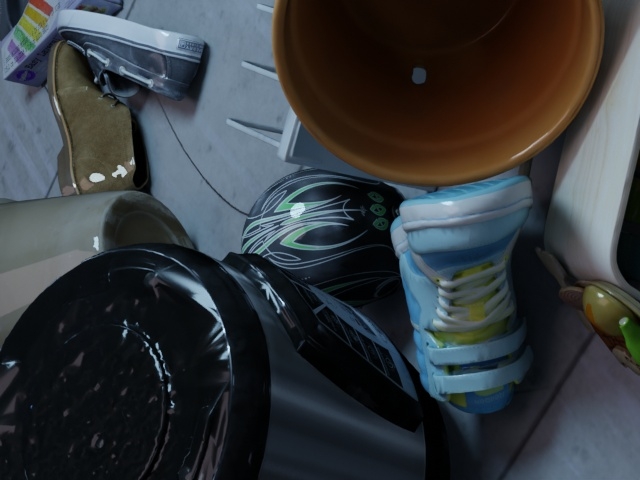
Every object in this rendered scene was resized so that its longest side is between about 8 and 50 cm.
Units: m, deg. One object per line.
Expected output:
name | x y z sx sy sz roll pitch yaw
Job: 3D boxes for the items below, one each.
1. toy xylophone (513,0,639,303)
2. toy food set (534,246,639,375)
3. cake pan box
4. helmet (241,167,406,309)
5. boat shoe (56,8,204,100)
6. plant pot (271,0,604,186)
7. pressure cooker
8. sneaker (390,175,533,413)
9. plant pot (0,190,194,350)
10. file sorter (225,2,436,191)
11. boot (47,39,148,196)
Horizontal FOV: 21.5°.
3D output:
toy xylophone | 0.272 -0.100 1.527 0.236 0.081 0.323 39 116 63
toy food set | 0.261 0.082 1.478 0.038 0.132 0.192 -44 34 -12
cake pan box | -0.395 -0.390 2.488 0.267 0.070 0.246 -33 55 45
helmet | 0.000 0.000 1.793 0.169 0.161 0.169 180 90 -65
boat shoe | -0.266 -0.244 2.262 0.301 0.108 0.102 19 96 46
plant pot | 0.103 -0.224 1.547 0.291 0.291 0.203 -59 14 27
pressure cooker | -0.084 0.220 1.659 0.375 0.420 0.370 -9 66 38
sneaker | 0.146 0.056 1.557 0.319 0.127 0.208 87 171 -84
plant pot | -0.315 0.067 2.121 0.280 0.323 0.323 -22 64 31
file sorter | 0.038 -0.220 1.779 0.173 0.193 0.278 30 106 55
boot | -0.303 -0.167 2.319 0.115 0.112 0.305 -25 54 14
